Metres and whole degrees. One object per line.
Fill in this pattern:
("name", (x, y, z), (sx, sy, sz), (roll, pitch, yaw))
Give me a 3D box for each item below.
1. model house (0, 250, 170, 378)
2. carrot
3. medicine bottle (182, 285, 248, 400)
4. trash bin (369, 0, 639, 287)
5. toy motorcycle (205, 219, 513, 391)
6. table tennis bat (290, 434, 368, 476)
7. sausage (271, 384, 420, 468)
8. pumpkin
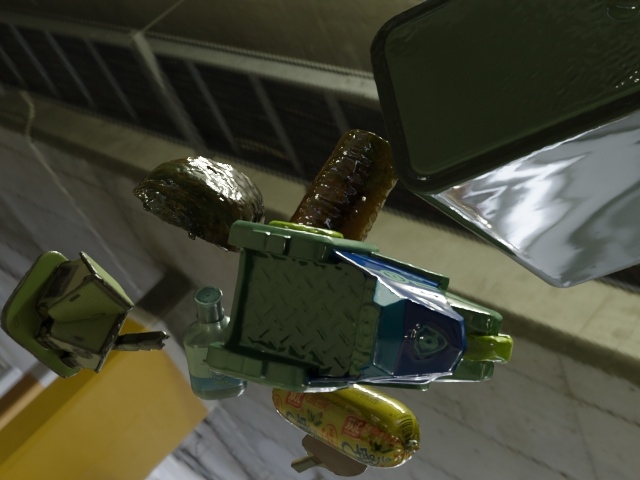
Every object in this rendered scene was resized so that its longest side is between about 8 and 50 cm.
("model house", (-0.428, 0.137, 1.682), (0.279, 0.205, 0.218), (-6, -42, 38))
("carrot", (0.000, 0.000, 1.168), (0.114, 0.302, 0.114), (28, -15, 8))
("medicine bottle", (-0.159, 0.157, 1.313), (0.053, 0.090, 0.208), (-102, -172, -49))
("trash bin", (0.224, -0.090, 0.755), (0.223, 0.158, 0.343), (-22, -26, 24))
("toy motorcycle", (0.037, 0.088, 0.963), (0.326, 0.191, 0.200), (10, 0, 27))
("table tennis bat", (0.012, 0.423, 1.720), (0.130, 0.019, 0.220), (44, -42, -10))
("sausage", (0.039, 0.300, 1.521), (0.347, 0.123, 0.123), (18, -35, 45))
("pumpkin", (-0.142, -0.045, 1.357), (0.278, 0.111, 0.163), (28, 9, -45))
